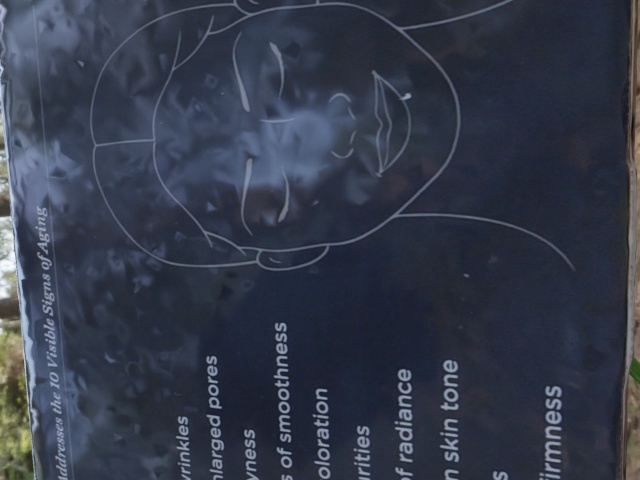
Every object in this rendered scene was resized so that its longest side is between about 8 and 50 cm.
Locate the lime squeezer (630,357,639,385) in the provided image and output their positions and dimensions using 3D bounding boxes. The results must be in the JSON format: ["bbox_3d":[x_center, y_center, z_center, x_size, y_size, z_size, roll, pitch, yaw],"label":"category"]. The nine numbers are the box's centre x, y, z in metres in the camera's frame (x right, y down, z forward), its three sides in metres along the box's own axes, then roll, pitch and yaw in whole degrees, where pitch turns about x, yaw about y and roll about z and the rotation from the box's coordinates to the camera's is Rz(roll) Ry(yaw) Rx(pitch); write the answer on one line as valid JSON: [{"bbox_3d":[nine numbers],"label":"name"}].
[{"bbox_3d":[0.398,0.236,0.559,0.310,0.059,0.110,57,179,-30],"label":"lime squeezer"}]

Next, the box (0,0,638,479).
[{"bbox_3d":[0.000,0.000,0.501,0.297,0.472,0.479,-17,-74,-69],"label":"box"}]
